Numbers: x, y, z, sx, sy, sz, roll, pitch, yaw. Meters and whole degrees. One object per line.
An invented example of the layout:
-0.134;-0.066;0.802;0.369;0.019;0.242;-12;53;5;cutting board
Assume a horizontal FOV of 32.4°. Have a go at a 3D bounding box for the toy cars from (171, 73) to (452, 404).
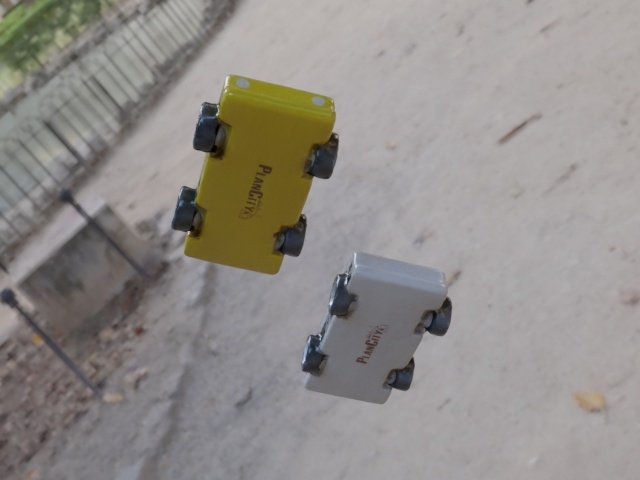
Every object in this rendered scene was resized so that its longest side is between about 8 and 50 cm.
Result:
0.000;0.000;0.898;0.176;0.394;0.087;-14;46;23;toy cars
